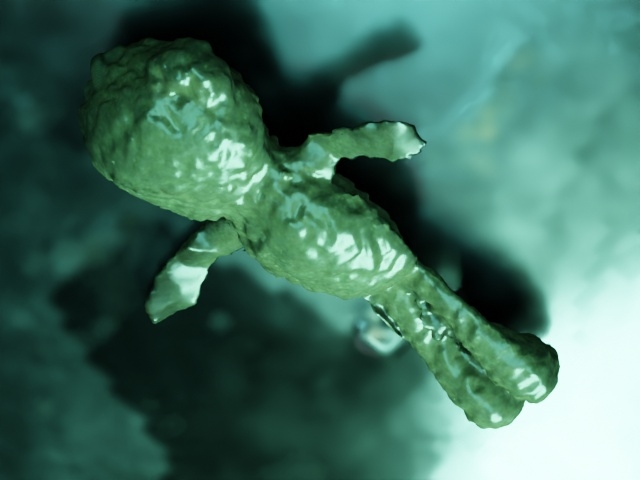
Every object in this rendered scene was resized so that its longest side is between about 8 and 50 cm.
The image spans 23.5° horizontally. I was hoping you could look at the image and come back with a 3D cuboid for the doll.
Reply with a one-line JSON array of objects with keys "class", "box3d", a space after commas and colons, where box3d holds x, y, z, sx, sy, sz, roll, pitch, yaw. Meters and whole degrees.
[{"class": "doll", "box3d": [0.007, -0.007, 0.805, 0.286, 0.091, 0.203, 23, 149, 4]}]
